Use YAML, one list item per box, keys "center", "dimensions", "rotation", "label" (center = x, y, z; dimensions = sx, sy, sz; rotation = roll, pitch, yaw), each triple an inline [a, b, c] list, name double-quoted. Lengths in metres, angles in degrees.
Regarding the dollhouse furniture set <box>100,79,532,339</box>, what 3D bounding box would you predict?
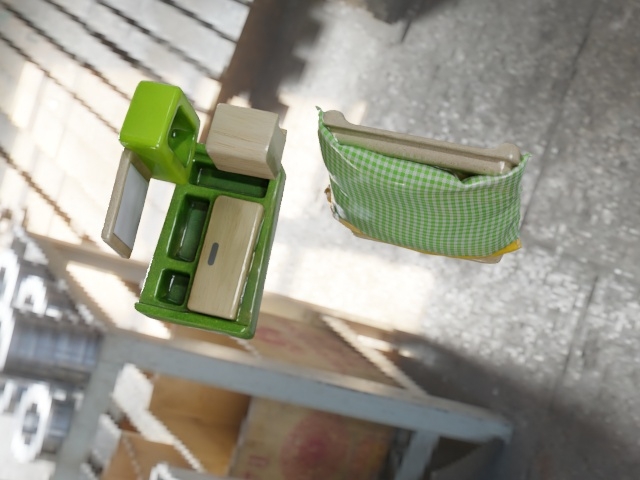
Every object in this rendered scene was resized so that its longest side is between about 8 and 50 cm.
- center: [0.000, 0.000, 1.085]
  dimensions: [0.197, 0.301, 0.151]
  rotation: [63, -140, -73]
  label: "dollhouse furniture set"
